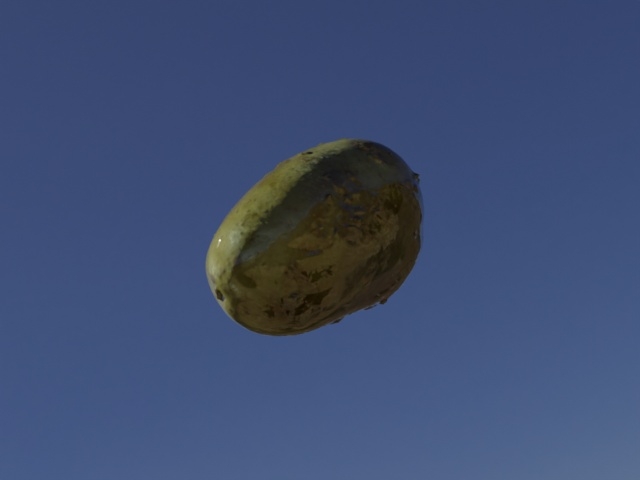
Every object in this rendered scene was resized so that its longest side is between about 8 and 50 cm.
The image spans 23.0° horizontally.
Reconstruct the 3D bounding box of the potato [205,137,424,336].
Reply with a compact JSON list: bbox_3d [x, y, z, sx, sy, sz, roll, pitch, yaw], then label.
[{"bbox_3d":[0.000,0.000,1.752,0.307,0.173,0.210,-28,-29,-45],"label":"potato"}]
